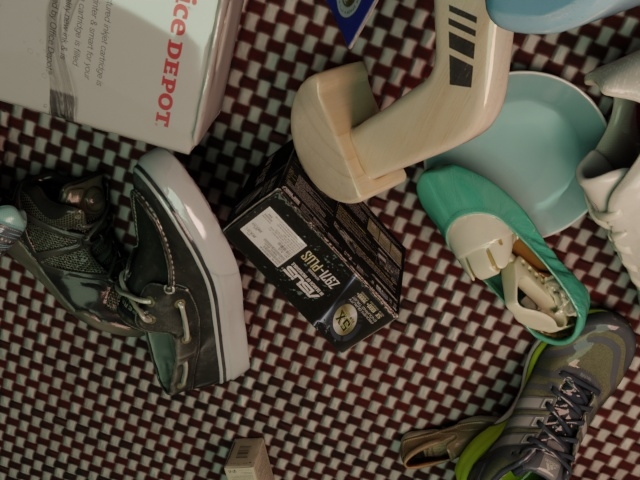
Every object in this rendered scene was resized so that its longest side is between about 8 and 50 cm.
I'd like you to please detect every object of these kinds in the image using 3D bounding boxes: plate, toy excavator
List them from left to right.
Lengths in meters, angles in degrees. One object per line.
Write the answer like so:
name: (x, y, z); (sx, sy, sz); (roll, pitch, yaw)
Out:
toy excavator: (0.144, -0.220, 0.704); (0.433, 0.222, 0.445); (14, 117, 38)
plate: (0.200, -0.085, 0.910); (0.188, 0.024, 0.188); (4, 119, 7)

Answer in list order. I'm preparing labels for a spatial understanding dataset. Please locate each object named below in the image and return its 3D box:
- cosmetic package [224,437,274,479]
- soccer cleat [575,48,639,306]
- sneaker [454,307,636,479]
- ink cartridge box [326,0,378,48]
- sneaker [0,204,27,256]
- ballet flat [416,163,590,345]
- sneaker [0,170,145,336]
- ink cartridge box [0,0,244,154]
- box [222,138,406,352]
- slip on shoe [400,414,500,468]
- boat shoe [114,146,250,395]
cosmetic package: (-0.087, 0.319, 1.157); (0.041, 0.060, 0.115); (-5, 116, 13)
soccer cleat: (0.313, -0.025, 0.863); (0.143, 0.116, 0.331); (-12, 110, -10)
sneaker: (0.259, 0.212, 0.991); (0.111, 0.121, 0.300); (26, 106, -7)
ink cartridge box: (-0.021, -0.322, 0.625); (0.069, 0.371, 0.175); (1, 139, -31)
sneaker: (-0.417, -0.091, 0.958); (0.122, 0.110, 0.283); (-37, 87, 3)
ballet flat: (0.191, 0.022, 0.905); (0.247, 0.087, 0.083); (41, 127, -20)
sneaker: (-0.255, 0.010, 1.001); (0.227, 0.087, 0.130); (45, 122, -9)
ink cartridge box: (-0.231, -0.240, 0.837); (0.307, 0.129, 0.223); (16, 118, 1)
box: (0.000, 0.000, 0.919); (0.077, 0.147, 0.180); (-36, 108, 24)
slip on shoe: (0.162, 0.250, 1.087); (0.135, 0.041, 0.051); (-11, 116, 15)
boat shoe: (-0.154, 0.058, 0.936); (0.119, 0.121, 0.335); (-28, 136, -19)
